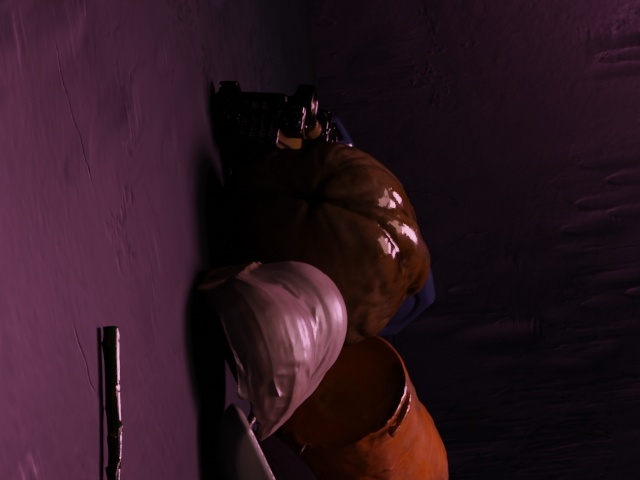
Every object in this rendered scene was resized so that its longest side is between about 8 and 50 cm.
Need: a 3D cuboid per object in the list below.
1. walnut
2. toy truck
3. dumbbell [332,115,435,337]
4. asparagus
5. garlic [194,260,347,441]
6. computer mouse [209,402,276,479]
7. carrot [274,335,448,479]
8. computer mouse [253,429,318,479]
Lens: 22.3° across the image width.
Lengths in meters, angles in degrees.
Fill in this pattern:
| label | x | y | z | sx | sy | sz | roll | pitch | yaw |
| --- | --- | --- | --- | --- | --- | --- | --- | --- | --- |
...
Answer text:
| label | x | y | z | sx | sy | sz | roll | pitch | yaw |
| --- | --- | --- | --- | --- | --- | --- | --- | --- | --- |
| walnut | 0.000 | 0.000 | 1.864 | 0.283 | 0.283 | 0.227 | 73 | 39 | -67 |
| toy truck | -0.058 | -0.117 | 2.015 | 0.257 | 0.127 | 0.127 | 63 | 36 | -76 |
| dumbbell | 0.027 | -0.021 | 2.204 | 0.316 | 0.143 | 0.156 | 61 | -8 | 32 |
| asparagus | -0.146 | 0.136 | 1.141 | 0.016 | 0.016 | 0.163 | 127 | -36 | -56 |
| garlic | -0.041 | 0.100 | 1.683 | 0.229 | 0.142 | 0.178 | -158 | -131 | -79 |
| computer mouse | -0.066 | 0.249 | 1.578 | 0.182 | 0.056 | 0.089 | 63 | -6 | 16 |
| carrot | 0.051 | 0.283 | 2.183 | 0.341 | 0.224 | 0.224 | 68 | 15 | -49 |
| computer mouse | -0.032 | 0.340 | 1.893 | 0.147 | 0.088 | 0.264 | 69 | 17 | -63 |
